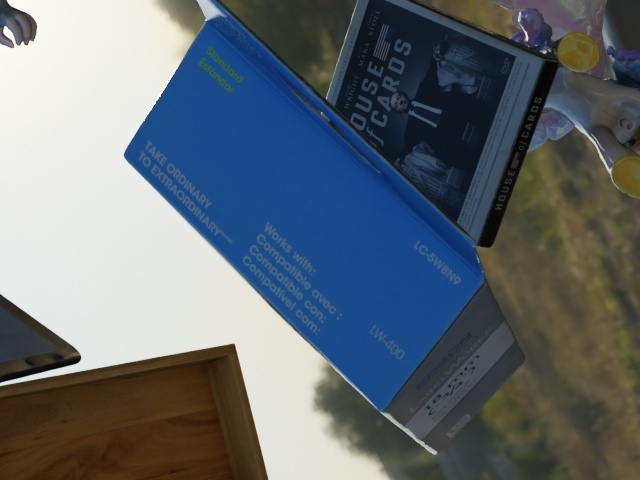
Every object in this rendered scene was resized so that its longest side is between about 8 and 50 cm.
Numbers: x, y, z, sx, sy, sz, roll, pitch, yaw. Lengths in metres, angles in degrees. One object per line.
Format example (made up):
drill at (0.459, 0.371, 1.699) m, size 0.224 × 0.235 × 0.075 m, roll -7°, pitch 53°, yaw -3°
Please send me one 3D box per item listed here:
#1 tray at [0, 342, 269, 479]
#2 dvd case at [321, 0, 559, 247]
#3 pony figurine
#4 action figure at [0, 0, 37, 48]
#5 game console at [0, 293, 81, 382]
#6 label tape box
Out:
tray at (-0.262, 0.256, 1.848) m, size 0.076 × 0.411 × 0.203 m, roll -25°, pitch 76°, yaw 52°
dvd case at (0.098, -0.121, 1.450) m, size 0.029 × 0.179 × 0.238 m, roll 3°, pitch -159°, yaw -45°
pony figurine at (0.260, -0.174, 1.767) m, size 0.351 × 0.303 × 0.363 m, roll 32°, pitch -170°, yaw 7°
action figure at (-0.372, -0.321, 1.595) m, size 0.370 × 0.248 × 0.276 m, roll -23°, pitch -72°, yaw -64°
game console at (-0.357, 0.004, 1.554) m, size 0.293 × 0.173 × 0.250 m, roll -4°, pitch -83°, yaw -79°
label tape box at (0.000, 0.000, 0.993) m, size 0.240 × 0.106 × 0.334 m, roll 44°, pitch 178°, yaw 19°
